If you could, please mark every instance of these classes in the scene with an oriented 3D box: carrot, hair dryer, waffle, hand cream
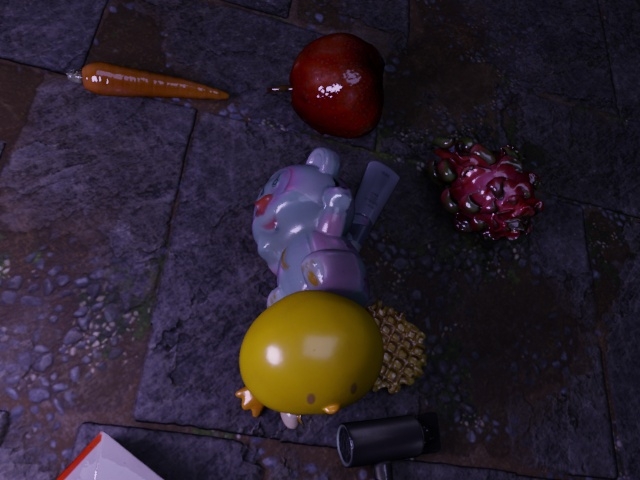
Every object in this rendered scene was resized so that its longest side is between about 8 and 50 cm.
[{"bbox_3d":[-0.360,-0.335,1.182,0.336,0.069,0.069,0,67,-21],"label":"carrot"},{"bbox_3d":[0.140,0.446,0.995,0.196,0.078,0.248,0,76,-18],"label":"hair dryer"},{"bbox_3d":[0.125,0.214,1.102,0.191,0.038,0.191,7,64,-15],"label":"waffle"},{"bbox_3d":[0.102,-0.073,1.220,0.079,0.048,0.255,31,59,-7],"label":"hand cream"}]

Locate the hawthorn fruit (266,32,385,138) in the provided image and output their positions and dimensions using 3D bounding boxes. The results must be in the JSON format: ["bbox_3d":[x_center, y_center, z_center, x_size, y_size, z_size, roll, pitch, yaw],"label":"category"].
[{"bbox_3d":[0.014,-0.348,1.232,0.266,0.210,0.230,3,71,-1],"label":"hawthorn fruit"}]

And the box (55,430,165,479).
[{"bbox_3d":[-0.312,0.403,0.845,0.182,0.099,0.133,37,58,2],"label":"box"}]

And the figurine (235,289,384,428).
[{"bbox_3d":[-0.034,0.207,0.883,0.215,0.343,0.187,-12,65,-24],"label":"figurine"}]

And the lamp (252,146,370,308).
[{"bbox_3d":[0.000,0.000,1.029,0.247,0.247,0.301,8,49,-35],"label":"lamp"}]

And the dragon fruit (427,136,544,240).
[{"bbox_3d":[0.364,-0.122,1.251,0.273,0.218,0.198,24,24,-1],"label":"dragon fruit"}]
